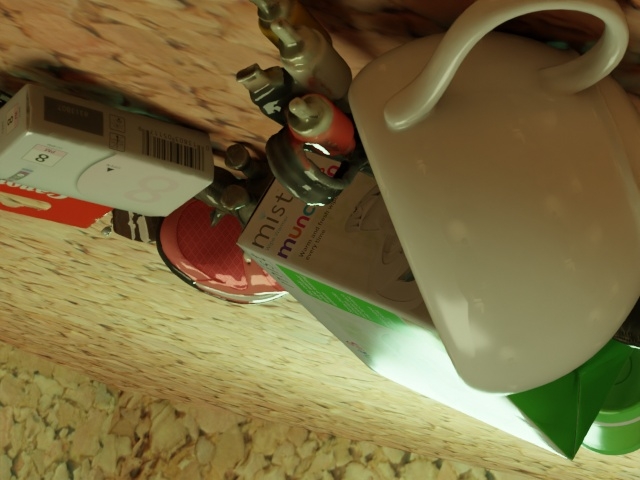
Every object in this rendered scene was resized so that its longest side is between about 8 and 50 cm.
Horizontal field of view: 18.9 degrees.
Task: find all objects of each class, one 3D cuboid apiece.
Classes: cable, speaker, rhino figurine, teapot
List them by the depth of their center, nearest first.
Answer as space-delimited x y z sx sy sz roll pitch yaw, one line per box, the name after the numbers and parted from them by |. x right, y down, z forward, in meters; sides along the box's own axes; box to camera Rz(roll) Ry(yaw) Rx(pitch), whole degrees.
0.138 -0.037 1.220 0.187 0.252 0.256 -22 -174 5 | teapot
0.032 -0.076 1.342 0.072 0.139 0.287 -28 154 23 | cable
-0.048 -0.039 1.758 0.243 0.073 0.106 10 164 38 | rhino figurine
0.315 0.157 2.078 0.131 0.131 0.296 14 169 12 | speaker

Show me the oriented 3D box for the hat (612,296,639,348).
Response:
0.292 0.033 1.440 0.331 0.134 0.331 18 167 4 | hat

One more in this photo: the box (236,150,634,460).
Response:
0.100 0.042 1.590 0.231 0.127 0.262 22 165 37 | box

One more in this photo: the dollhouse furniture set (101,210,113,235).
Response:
-0.175 -0.029 1.955 0.091 0.081 0.114 12 169 19 | dollhouse furniture set

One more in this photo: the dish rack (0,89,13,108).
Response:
-0.380 -0.129 1.775 0.208 0.074 0.271 8 167 40 | dish rack

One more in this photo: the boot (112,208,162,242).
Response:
-0.205 -0.048 1.873 0.106 0.037 0.114 10 132 19 | boot

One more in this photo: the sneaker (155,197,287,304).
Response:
0.000 -0.001 1.851 0.314 0.116 0.136 10 160 -6 | sneaker

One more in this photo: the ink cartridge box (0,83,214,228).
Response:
-0.236 -0.051 1.754 0.189 0.066 0.232 14 146 -32 | ink cartridge box
